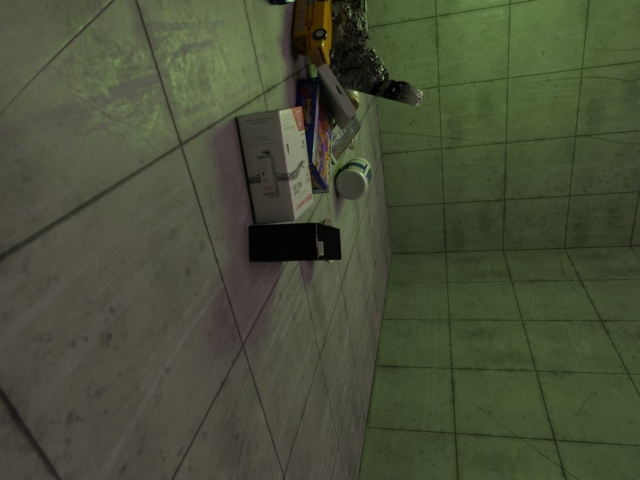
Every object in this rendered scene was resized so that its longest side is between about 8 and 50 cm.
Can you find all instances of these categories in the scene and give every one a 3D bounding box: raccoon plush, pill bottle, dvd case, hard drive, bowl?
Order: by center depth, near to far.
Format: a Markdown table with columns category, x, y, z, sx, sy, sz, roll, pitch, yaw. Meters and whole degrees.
| category | x | y | z | sx | sy | sz | roll | pitch | yaw |
| --- | --- | --- | --- | --- | --- | --- | --- | --- | --- |
| bowl | 0.000 | 0.000 | 1.667 | 0.170 | 0.080 | 0.169 | -2 | 90 | -75 |
| hard drive | 0.052 | -0.531 | 1.698 | 0.203 | 0.040 | 0.307 | 56 | 2 | -7 |
| raccoon plush | 0.215 | -0.713 | 1.722 | 0.216 | 0.447 | 0.298 | -48 | 154 | -69 |
| dvd case | 0.091 | -0.454 | 1.942 | 0.221 | 0.018 | 0.164 | -54 | 151 | -6 |
| pill bottle | 0.170 | -0.311 | 2.202 | 0.264 | 0.153 | 0.153 | -62 | 146 | -61 |

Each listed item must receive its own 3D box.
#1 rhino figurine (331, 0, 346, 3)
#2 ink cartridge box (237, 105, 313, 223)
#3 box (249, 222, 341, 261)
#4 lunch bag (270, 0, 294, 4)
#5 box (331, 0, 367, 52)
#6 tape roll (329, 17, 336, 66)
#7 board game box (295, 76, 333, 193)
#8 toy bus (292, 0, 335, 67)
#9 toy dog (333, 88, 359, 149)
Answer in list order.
| category | x | y | z | sx | sy | sz | roll | pitch | yaw |
| --- | --- | --- | --- | --- | --- | --- | --- | --- | --- |
| rhino figurine | 0.119 | -1.133 | 2.253 | 0.073 | 0.106 | 0.243 | -66 | 164 | 1 |
| ink cartridge box | -0.111 | -0.207 | 1.217 | 0.207 | 0.117 | 0.282 | -55 | 140 | -66 |
| box | -0.060 | 0.010 | 1.246 | 0.261 | 0.185 | 0.103 | 8 | 77 | -75 |
| lunch bag | -0.125 | -0.768 | 1.362 | 0.067 | 0.065 | 0.098 | -37 | 126 | -53 |
| box | 0.126 | -1.002 | 2.095 | 0.056 | 0.183 | 0.230 | 38 | 52 | -72 |
| tape roll | 0.081 | -0.825 | 1.891 | 0.080 | 0.189 | 0.188 | -5 | 93 | -74 |
| board game box | -0.023 | -0.377 | 1.644 | 0.233 | 0.078 | 0.346 | 53 | 37 | -64 |
| toy bus | -0.023 | -0.780 | 1.611 | 0.108 | 0.130 | 0.332 | 56 | 35 | -64 |
| toy dog | 0.098 | -0.599 | 2.080 | 0.220 | 0.161 | 0.333 | -78 | 174 | -51 |
